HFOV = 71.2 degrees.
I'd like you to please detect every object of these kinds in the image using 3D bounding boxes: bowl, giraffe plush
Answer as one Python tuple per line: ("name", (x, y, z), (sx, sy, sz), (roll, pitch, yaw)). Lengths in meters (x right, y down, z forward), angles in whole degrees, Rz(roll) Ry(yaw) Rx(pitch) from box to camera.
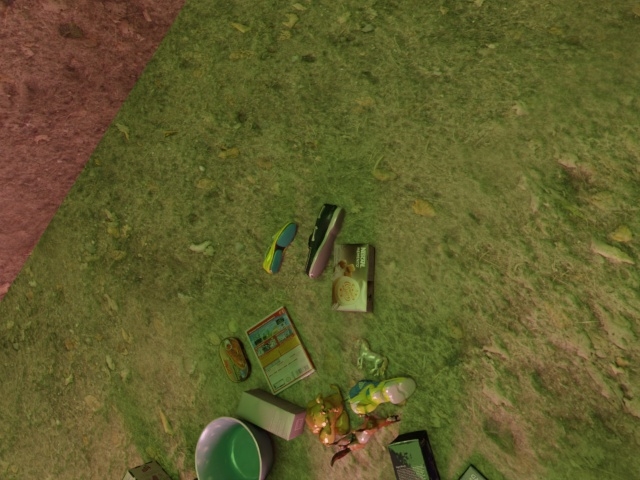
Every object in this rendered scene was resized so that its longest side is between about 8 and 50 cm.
("bowl", (-0.300, 0.811, 1.672), (0.311, 0.163, 0.312), (-6, 77, 28))
("giraffe plush", (0.019, 0.619, 1.579), (0.181, 0.170, 0.210), (43, 97, 24))

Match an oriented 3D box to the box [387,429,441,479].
("box", (0.310, 0.741, 1.443), (0.108, 0.153, 0.207), (-20, 74, 18))

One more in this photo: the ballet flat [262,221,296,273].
("ballet flat", (-0.178, 0.022, 1.835), (0.077, 0.077, 0.231), (24, 92, 41))

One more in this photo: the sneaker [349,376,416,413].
("sneaker", (0.206, 0.514, 1.566), (0.239, 0.126, 0.091), (-15, 109, -10))

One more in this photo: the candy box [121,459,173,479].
("candy box", (-0.667, 1.010, 1.800), (0.233, 0.159, 0.071), (34, 93, 25))

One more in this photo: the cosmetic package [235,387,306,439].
("cosmetic package", (-0.183, 0.649, 1.684), (0.237, 0.127, 0.107), (11, 83, 26))

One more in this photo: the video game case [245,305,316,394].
("video game case", (-0.163, 0.434, 1.772), (0.204, 0.025, 0.285), (-35, 69, 14))

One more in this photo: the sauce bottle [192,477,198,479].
("sauce bottle", (-0.344, 0.987, 1.694), (0.343, 0.111, 0.112), (-1, 79, 20))

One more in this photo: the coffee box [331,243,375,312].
("coffee box", (0.124, 0.140, 1.666), (0.141, 0.098, 0.247), (0, 80, 23))

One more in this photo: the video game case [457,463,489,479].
("video game case", (0.473, 0.888, 1.416), (0.196, 0.026, 0.274), (39, 95, 24))

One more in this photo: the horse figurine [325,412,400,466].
("horse figurine", (0.131, 0.673, 1.544), (0.263, 0.174, 0.066), (-51, 47, 16))

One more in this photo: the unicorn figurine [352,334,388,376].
("unicorn figurine", (0.171, 0.422, 1.621), (0.161, 0.060, 0.111), (21, 88, 9))

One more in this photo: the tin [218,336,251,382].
("tin", (-0.352, 0.489, 1.835), (0.106, 0.040, 0.190), (-30, 70, 11))

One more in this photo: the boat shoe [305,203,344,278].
("boat shoe", (0.000, 0.000, 1.746), (0.091, 0.114, 0.303), (19, 76, 24))
